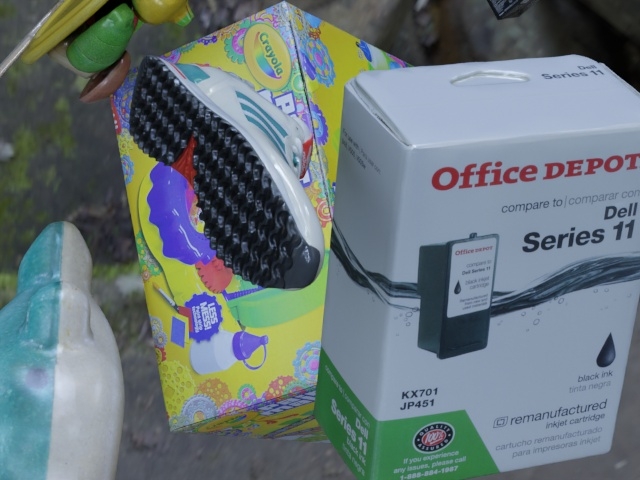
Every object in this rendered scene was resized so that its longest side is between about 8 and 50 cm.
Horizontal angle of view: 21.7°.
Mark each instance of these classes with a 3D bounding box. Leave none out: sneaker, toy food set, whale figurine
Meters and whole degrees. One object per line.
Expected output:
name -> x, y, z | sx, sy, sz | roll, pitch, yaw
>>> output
sneaker -> -0.025, -0.035, 0.766 | 0.075, 0.057, 0.161 | -2, 34, -34
toy food set -> -0.151, -0.160, 1.236 | 0.071, 0.218, 0.128 | 45, 51, -16
whale figurine -> -0.218, 0.107, 1.207 | 0.141, 0.216, 0.272 | 3, 45, -11

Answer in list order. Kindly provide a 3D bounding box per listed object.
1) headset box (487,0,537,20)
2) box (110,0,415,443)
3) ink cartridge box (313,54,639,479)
headset box -> 0.156, -0.235, 1.384 | 0.032, 0.062, 0.083 | -14, 72, -45
box -> 0.000, 0.000, 1.348 | 0.177, 0.279, 0.289 | -20, 72, 26
ink cartridge box -> 0.086, 0.017, 0.882 | 0.153, 0.208, 0.087 | -7, 30, -20
